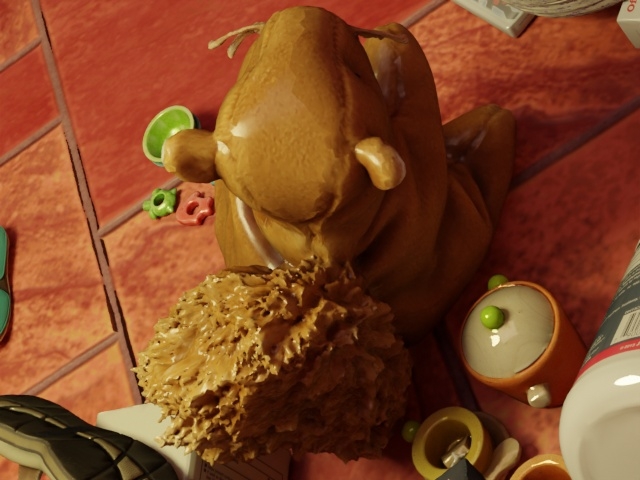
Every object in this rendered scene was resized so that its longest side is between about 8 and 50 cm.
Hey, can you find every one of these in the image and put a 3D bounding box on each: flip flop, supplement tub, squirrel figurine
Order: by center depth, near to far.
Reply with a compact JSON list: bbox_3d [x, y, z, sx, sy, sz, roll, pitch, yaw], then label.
[{"bbox_3d":[0.302,0.081,1.307,0.191,0.191,0.272,-4,36,34],"label":"supplement tub"},{"bbox_3d":[0.000,0.000,1.474,0.281,0.370,0.396,9,79,8],"label":"squirrel figurine"},{"bbox_3d":[-0.221,0.204,1.530,0.277,0.112,0.080,19,103,43],"label":"flip flop"}]

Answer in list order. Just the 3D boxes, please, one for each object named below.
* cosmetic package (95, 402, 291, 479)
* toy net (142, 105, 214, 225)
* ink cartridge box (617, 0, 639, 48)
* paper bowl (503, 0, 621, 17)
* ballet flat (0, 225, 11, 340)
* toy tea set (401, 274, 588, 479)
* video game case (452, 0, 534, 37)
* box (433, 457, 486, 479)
[{"bbox_3d":[-0.130,0.304,1.563,0.129,0.153,0.296,-12,56,33],"label":"cosmetic package"},{"bbox_3d":[-0.093,-0.076,1.840,0.232,0.045,0.122,3,65,37],"label":"toy net"},{"bbox_3d":[0.341,-0.221,1.609,0.122,0.052,0.088,7,68,40],"label":"ink cartridge box"},{"bbox_3d":[0.210,-0.358,1.628,0.284,0.148,0.284,-17,65,40],"label":"paper bowl"},{"bbox_3d":[-0.371,0.058,1.966,0.052,0.057,0.168,-44,35,45],"label":"ballet flat"},{"bbox_3d":[0.202,0.159,1.427,0.336,0.124,0.200,26,81,43],"label":"toy tea set"},{"bbox_3d":[0.188,-0.315,1.797,0.183,0.023,0.201,-51,47,0],"label":"video game case"},{"bbox_3d":[0.039,0.381,1.270,0.312,0.179,0.343,-36,19,19],"label":"box"}]
